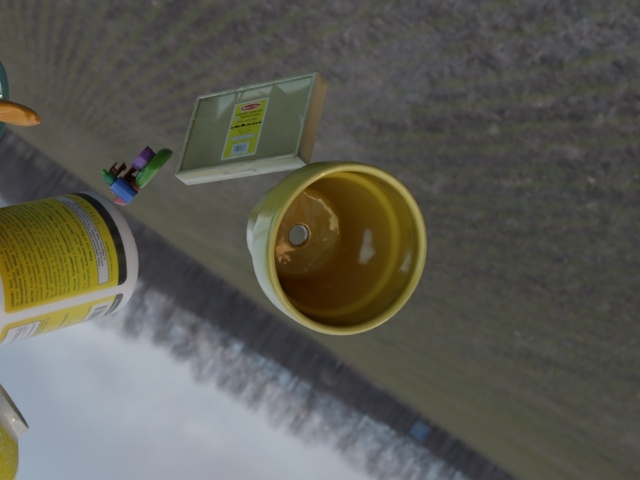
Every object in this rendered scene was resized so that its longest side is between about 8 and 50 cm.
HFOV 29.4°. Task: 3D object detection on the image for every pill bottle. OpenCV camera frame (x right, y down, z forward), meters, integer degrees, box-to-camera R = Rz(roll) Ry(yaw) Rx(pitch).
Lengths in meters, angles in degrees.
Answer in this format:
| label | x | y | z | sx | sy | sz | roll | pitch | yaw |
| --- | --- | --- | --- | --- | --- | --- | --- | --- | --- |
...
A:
| label | x | y | z | sx | sy | sz | roll | pitch | yaw |
| --- | --- | --- | --- | --- | --- | --- | --- | --- | --- |
| pill bottle | -0.435 | 0.047 | 1.694 | 0.188 | 0.188 | 0.334 | 32 | -149 | 34 |

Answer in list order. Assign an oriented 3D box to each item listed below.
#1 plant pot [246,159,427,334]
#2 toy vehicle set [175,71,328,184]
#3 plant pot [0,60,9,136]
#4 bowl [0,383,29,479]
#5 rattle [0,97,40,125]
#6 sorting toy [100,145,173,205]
| label | x | y | z | sx | sy | sz | roll | pitch | yaw |
| --- | --- | --- | --- | --- | --- | --- | --- | --- | --- |
| plant pot | 0.000 | 0.000 | 1.867 | 0.254 | 0.254 | 0.239 | 37 | 173 | -21 |
| toy vehicle set | -0.118 | -0.187 | 2.064 | 0.267 | 0.166 | 0.035 | -6 | 149 | 36 |
| plant pot | -0.659 | -0.235 | 1.978 | 0.255 | 0.271 | 0.271 | 10 | 169 | 13 |
| bowl | -0.548 | 0.290 | 1.891 | 0.289 | 0.156 | 0.289 | 52 | 167 | 17 |
| rattle | -0.395 | -0.082 | 1.253 | 0.130 | 0.199 | 0.143 | -7 | 146 | 27 |
| sorting toy | -0.197 | -0.071 | 1.257 | 0.042 | 0.061 | 0.102 | 42 | 139 | -9 |
